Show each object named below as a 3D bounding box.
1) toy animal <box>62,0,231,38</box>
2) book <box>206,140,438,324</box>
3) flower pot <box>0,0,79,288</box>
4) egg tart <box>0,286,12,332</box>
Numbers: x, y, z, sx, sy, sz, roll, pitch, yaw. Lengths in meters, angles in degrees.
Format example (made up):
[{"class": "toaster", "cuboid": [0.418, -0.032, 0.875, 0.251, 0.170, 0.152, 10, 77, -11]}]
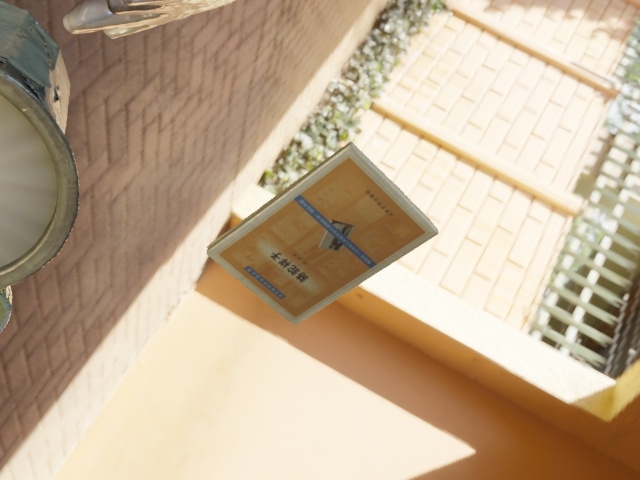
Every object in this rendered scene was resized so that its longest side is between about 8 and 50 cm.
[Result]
[{"class": "toy animal", "cuboid": [-0.184, -0.330, 0.873, 0.308, 0.266, 0.188, -46, 133, -73]}, {"class": "book", "cuboid": [0.000, 0.001, 0.993, 0.242, 0.170, 0.018, -35, -152, 25]}, {"class": "flower pot", "cuboid": [-0.281, -0.097, 0.637, 0.202, 0.213, 0.212, -93, -158, -54]}, {"class": "egg tart", "cuboid": [-0.557, 0.107, 1.243, 0.197, 0.078, 0.197, -38, 153, -23]}]
